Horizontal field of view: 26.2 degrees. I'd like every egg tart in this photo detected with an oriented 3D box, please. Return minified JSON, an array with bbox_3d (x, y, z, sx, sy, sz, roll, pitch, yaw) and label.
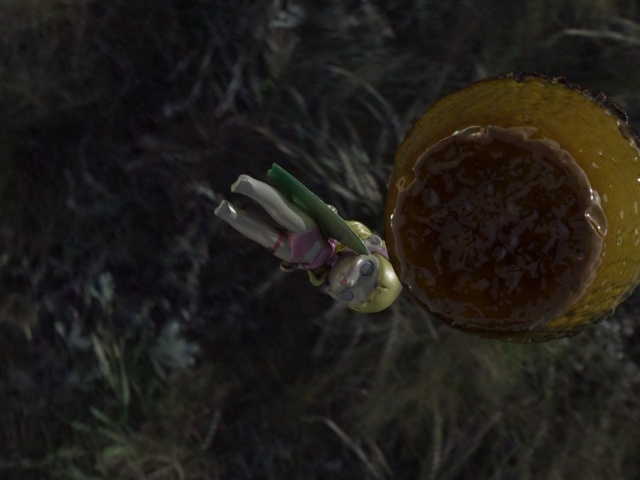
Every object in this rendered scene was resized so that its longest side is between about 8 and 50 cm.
[{"bbox_3d":[0.142,-0.016,1.013,0.215,0.171,0.215,2,99,15],"label":"egg tart"}]

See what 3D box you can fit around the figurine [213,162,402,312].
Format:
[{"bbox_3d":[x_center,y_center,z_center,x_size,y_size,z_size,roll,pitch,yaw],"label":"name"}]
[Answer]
[{"bbox_3d":[0.000,0.000,1.143,0.187,0.083,0.083,28,94,-20],"label":"figurine"}]
